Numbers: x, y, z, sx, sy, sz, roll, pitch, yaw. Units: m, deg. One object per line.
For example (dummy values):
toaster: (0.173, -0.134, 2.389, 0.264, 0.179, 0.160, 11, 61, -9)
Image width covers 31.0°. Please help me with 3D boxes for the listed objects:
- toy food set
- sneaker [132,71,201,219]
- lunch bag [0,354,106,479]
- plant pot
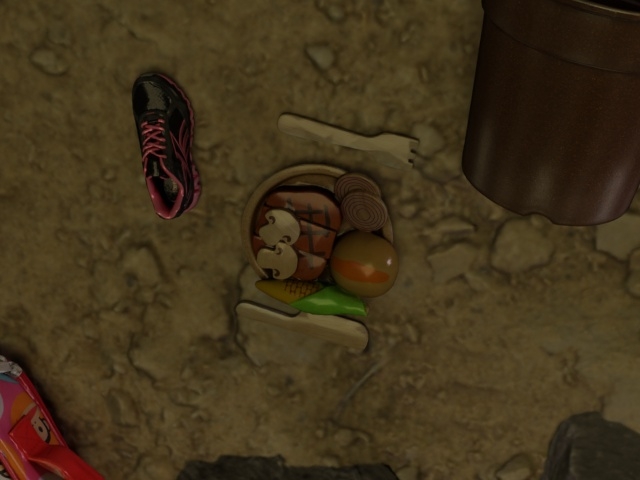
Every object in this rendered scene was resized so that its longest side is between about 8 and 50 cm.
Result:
toy food set: (0.000, 0.000, 0.920, 0.132, 0.038, 0.192, 14, 114, 3)
sneaker: (-0.123, -0.070, 0.899, 0.047, 0.057, 0.119, -7, 110, 13)
lunch bag: (-0.305, 0.250, 1.028, 0.258, 0.120, 0.293, -19, 108, 15)
plant pot: (0.173, -0.110, 0.791, 0.167, 0.167, 0.165, 13, 122, 3)
